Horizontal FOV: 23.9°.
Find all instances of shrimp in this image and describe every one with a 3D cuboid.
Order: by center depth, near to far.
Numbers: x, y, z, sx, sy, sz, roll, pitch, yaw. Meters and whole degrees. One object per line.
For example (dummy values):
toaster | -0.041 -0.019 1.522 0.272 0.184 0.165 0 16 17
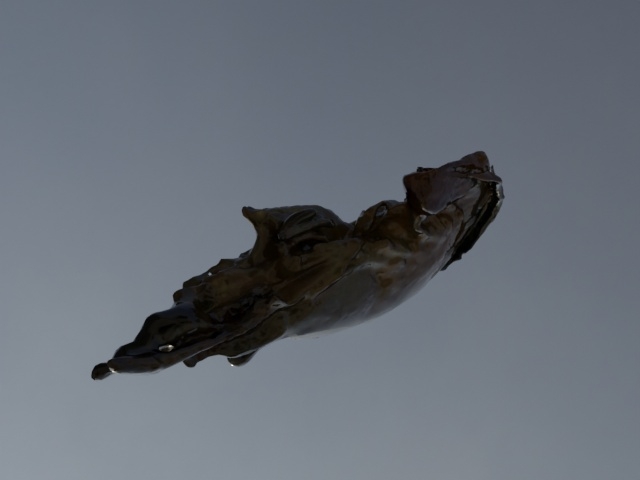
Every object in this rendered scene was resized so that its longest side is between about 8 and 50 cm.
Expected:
shrimp | -0.008 0.002 0.742 0.066 0.262 0.117 43 -58 24
